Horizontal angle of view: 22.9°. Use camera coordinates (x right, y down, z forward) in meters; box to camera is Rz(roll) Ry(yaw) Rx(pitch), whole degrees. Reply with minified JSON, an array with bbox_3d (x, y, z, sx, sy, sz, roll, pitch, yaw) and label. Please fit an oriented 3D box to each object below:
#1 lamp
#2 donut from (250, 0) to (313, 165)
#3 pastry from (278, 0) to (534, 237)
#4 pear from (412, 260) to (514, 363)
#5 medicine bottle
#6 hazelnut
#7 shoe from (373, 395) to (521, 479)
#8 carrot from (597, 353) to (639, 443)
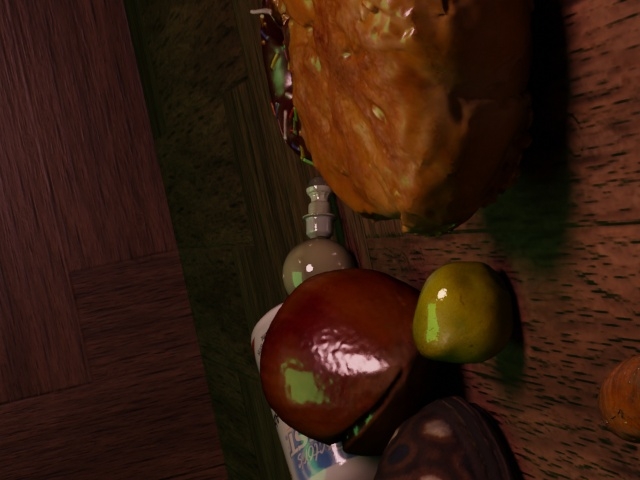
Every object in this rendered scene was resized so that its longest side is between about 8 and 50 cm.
[{"bbox_3d":[0.000,0.000,1.929,0.091,0.091,0.163,118,154,-72],"label":"lamp"},{"bbox_3d":[-0.006,-0.182,1.708,0.216,0.096,0.230,90,162,-44],"label":"donut"},{"bbox_3d":[0.072,-0.159,1.224,0.255,0.162,0.311,48,154,47],"label":"pastry"},{"bbox_3d":[0.123,0.065,1.393,0.092,0.097,0.092,52,-165,-20],"label":"pear"},{"bbox_3d":[0.029,0.211,1.800,0.157,0.157,0.288,101,154,-62],"label":"medicine bottle"},{"bbox_3d":[0.042,0.126,1.607,0.208,0.208,0.208,167,90,-78],"label":"hazelnut"},{"bbox_3d":[0.082,0.333,1.451,0.171,0.237,0.384,101,160,-58],"label":"shoe"},{"bbox_3d":[0.230,0.097,1.022,0.186,0.060,0.060,135,121,-73],"label":"carrot"}]
